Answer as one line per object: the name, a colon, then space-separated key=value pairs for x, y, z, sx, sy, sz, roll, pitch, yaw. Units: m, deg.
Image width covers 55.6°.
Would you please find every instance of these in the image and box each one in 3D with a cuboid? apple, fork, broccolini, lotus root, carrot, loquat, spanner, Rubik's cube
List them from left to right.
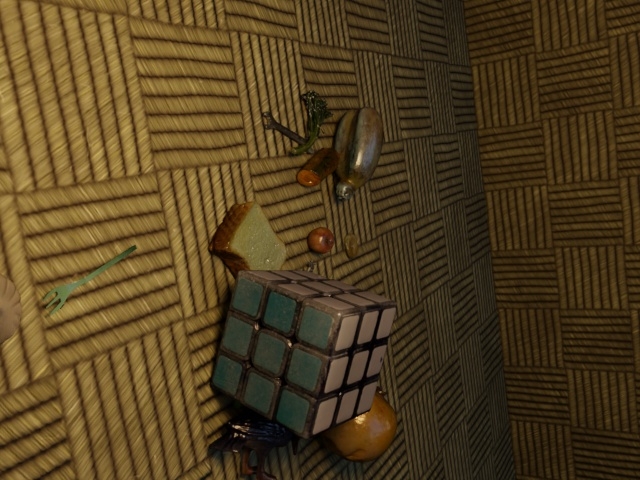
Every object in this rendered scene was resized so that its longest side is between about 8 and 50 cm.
fork: x=-0.438 y=0.068 z=1.164 sx=0.235 sy=0.021 sz=0.039 roll=-46 pitch=129 yaw=-51
spanner: x=-0.089 y=-0.309 z=1.756 sx=0.254 sy=0.015 sz=0.054 roll=21 pitch=71 yaw=-55
Rubik's cube: x=-0.035 y=0.249 z=1.460 sx=0.304 sy=0.305 sz=0.301 roll=2 pitch=103 yaw=-59
broccolini: x=-0.038 y=-0.350 z=1.791 sx=0.123 sy=0.062 sz=0.271 roll=49 pitch=42 yaw=-23
carrot: x=-0.002 y=-0.220 z=1.825 sx=0.173 sy=0.082 sz=0.082 roll=-54 pitch=130 yaw=-45
apple: x=0.000 y=0.000 z=1.817 sx=0.084 sy=0.071 sz=0.084 roll=5 pitch=84 yaw=-49
lotus root: x=0.117 y=-0.272 z=1.951 sx=0.140 sy=0.158 sz=0.322 roll=22 pitch=75 yaw=-55
loquat: x=0.114 y=0.534 z=1.803 sx=0.244 sy=0.244 sz=0.244 roll=9 pitch=80 yaw=-57

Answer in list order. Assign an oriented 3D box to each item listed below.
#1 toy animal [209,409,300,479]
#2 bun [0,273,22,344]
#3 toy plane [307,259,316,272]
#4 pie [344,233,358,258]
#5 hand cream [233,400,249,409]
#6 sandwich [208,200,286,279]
toy animal: x=-0.142 y=0.491 z=1.499 sx=0.298 sy=0.122 sz=0.185 roll=32 pitch=71 yaw=-44
bun: x=-0.528 y=0.110 z=0.949 sx=0.138 sy=0.094 sz=0.138 roll=7 pitch=81 yaw=-54
toy plane: x=-0.031 y=0.085 z=1.799 sx=0.084 sy=0.024 sz=0.078 roll=-53 pitch=148 yaw=-46
pie: x=0.102 y=0.018 z=2.022 sx=0.084 sy=0.020 sz=0.084 roll=15 pitch=72 yaw=-57
hand cream: x=-0.176 y=0.416 z=1.541 sx=0.122 sy=0.023 sz=0.036 roll=29 pitch=66 yaw=-57
sandwich: x=-0.176 y=0.025 z=1.539 sx=0.215 sy=0.065 sz=0.186 roll=61 pitch=40 yaw=-36
